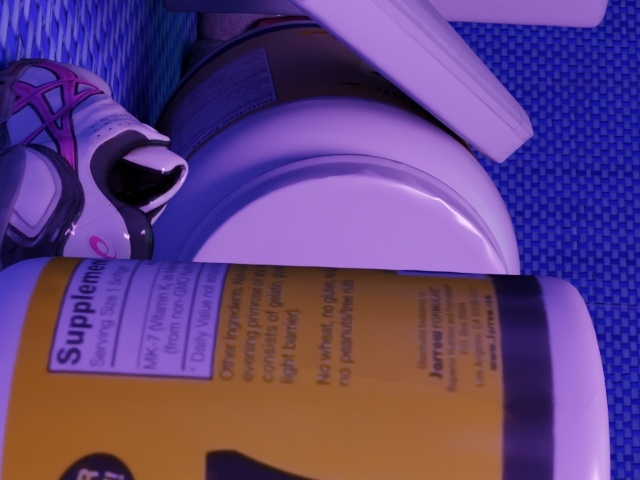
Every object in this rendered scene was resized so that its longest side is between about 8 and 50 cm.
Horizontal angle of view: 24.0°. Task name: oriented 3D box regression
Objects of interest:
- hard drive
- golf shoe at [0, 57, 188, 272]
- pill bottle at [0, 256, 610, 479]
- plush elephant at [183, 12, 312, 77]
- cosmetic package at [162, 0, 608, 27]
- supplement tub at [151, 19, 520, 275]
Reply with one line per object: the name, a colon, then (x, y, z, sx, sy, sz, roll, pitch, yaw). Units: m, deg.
hard drive: (0.003, -0.154, 0.790, 0.203, 0.040, 0.307, 52, 11, 22)
golf shoe: (-0.091, -0.022, 0.567, 0.186, 0.086, 0.067, -89, 179, -67)
pill bottle: (-0.035, 0.065, 0.410, 0.119, 0.209, 0.119, 2, 90, -89)
plush elephant: (0.016, -0.194, 1.415, 0.330, 0.255, 0.271, 90, 3, -73)
cosmetic package: (0.054, -0.399, 1.028, 0.393, 0.329, 0.327, 92, 1, -51)
supplement tub: (0.000, 0.000, 0.957, 0.316, 0.228, 0.228, -104, -165, -68)
